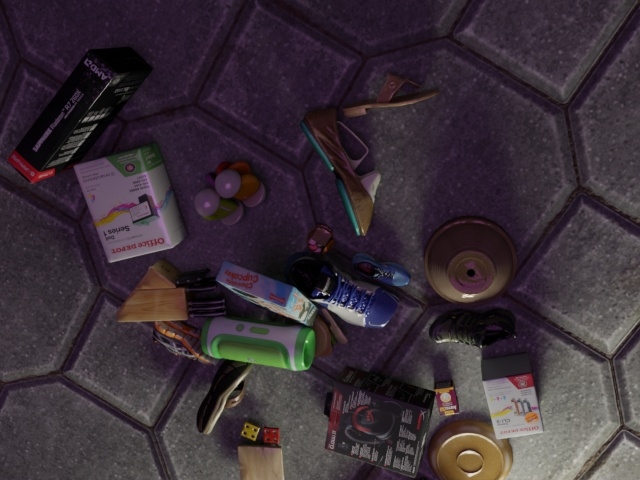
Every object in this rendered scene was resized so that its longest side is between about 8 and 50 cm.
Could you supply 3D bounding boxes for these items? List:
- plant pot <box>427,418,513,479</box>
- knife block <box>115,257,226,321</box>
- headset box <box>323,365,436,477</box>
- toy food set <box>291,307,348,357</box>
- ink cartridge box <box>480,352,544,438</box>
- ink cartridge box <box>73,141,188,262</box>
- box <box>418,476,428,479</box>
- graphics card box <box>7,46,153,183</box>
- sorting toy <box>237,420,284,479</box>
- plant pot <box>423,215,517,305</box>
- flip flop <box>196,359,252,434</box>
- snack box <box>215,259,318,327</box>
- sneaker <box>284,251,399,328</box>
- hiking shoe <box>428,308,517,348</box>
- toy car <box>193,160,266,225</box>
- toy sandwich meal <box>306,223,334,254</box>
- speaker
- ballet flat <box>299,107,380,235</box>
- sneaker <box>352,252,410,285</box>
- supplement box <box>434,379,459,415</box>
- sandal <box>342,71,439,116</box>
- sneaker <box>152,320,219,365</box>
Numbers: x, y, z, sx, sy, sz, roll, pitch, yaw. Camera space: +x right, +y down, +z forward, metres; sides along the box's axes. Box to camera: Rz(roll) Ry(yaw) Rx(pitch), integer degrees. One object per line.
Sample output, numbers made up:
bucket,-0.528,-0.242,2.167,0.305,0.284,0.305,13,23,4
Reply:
plant pot,0.419,0.613,2.011,0.236,0.032,0.236,3,107,10
knife block,-0.398,0.179,2.000,0.242,0.088,0.275,40,108,-2
headset box,0.147,0.488,1.965,0.293,0.110,0.218,12,108,17
toy food set,-0.025,0.269,1.991,0.192,0.038,0.132,-32,92,23
ink cartridge box,0.502,0.407,1.884,0.128,0.127,0.176,-13,105,13
ink cartridge box,-0.502,-0.101,1.920,0.201,0.117,0.278,-13,104,14
box,0.234,0.884,2.071,0.191,0.143,0.381,42,111,-3
graphics card box,-0.602,-0.321,1.813,0.094,0.233,0.371,45,109,-4
sorting toy,-0.171,0.648,2.120,0.132,0.046,0.274,-1,107,11
plant pot,0.378,0.064,1.815,0.237,0.110,0.237,3,106,10
flip flop,-0.266,0.441,2.054,0.080,0.112,0.277,21,106,-28
snack box,-0.126,0.140,1.812,0.187,0.322,0.060,20,79,15
sneaker,0.043,0.135,1.844,0.316,0.182,0.127,27,90,1
hiking shoe,0.391,0.231,1.858,0.227,0.114,0.086,-11,103,13
toy car,-0.246,-0.133,1.864,0.182,0.159,0.136,-39,62,19
toy sandwich meal,0.000,0.000,1.905,0.086,0.029,0.085,3,107,9
speaker,-0.169,0.276,1.952,0.297,0.131,0.131,6,107,17
ballet flat,0.074,-0.183,1.810,0.124,0.116,0.342,-28,96,-3
sneaker,0.156,0.087,1.880,0.162,0.073,0.063,17,108,5
supplement box,0.345,0.430,1.964,0.055,0.043,0.083,-13,104,13
sandal,0.161,-0.365,1.738,0.240,0.088,0.079,-11,110,18
sneaker,-0.383,0.295,2.043,0.215,0.084,0.083,33,123,3
